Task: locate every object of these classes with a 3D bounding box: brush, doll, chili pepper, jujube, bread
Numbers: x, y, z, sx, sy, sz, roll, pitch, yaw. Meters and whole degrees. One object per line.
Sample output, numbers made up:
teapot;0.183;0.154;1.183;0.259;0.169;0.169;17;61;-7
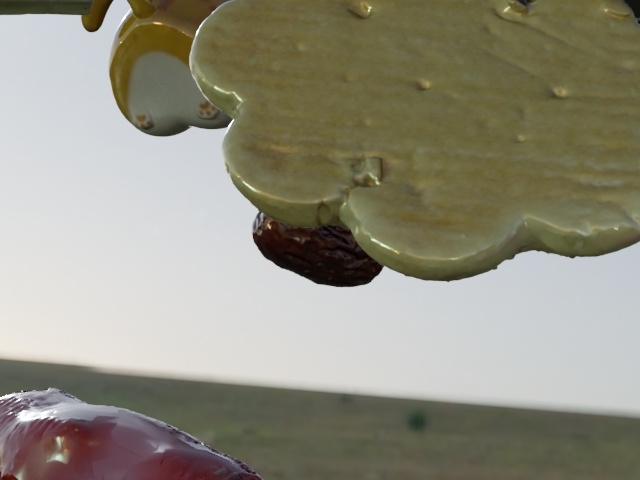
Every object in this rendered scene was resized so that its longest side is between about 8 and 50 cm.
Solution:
brush;-0.173;-0.140;1.073;0.083;0.013;0.016;-3;-36;-28
doll;-0.099;-0.188;1.846;0.166;0.162;0.269;-1;4;29
chili pepper;-0.154;0.154;1.199;0.110;0.110;0.387;8;-4;-32
jujube;0.000;0.000;1.667;0.129;0.077;0.077;23;-12;-22
bread;0.052;-0.060;0.850;0.251;0.182;0.039;22;-29;25

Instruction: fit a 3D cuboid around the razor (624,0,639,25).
razor;0.322;-0.165;1.702;0.204;0.113;0.349;27;-40;20
